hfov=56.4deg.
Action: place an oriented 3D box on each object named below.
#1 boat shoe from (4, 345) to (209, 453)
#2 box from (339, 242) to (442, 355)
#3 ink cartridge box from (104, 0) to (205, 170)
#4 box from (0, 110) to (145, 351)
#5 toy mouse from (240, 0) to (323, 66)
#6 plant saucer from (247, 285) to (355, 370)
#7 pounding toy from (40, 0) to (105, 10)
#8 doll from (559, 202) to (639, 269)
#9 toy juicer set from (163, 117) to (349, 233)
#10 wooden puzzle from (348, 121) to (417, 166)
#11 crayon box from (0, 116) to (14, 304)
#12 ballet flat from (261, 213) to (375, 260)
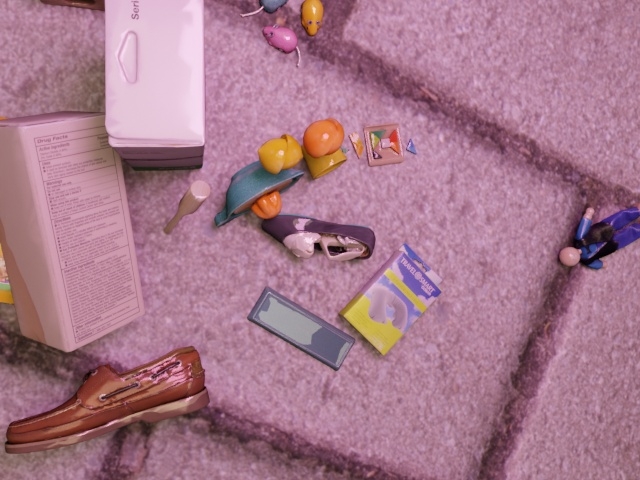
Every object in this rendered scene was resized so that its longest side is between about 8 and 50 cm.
[{"bbox_3d":[-0.336,0.245,0.944,0.307,0.110,0.105,-12,90,-22],"label":"boat shoe"},{"bbox_3d":[0.133,0.103,1.068,0.109,0.042,0.178,45,83,-10],"label":"box"},{"bbox_3d":[-0.227,-0.217,0.854,0.121,0.289,0.211,-1,92,-12],"label":"ink cartridge box"},{"bbox_3d":[-0.362,-0.020,0.849,0.148,0.121,0.312,-26,118,-52],"label":"box"},{"bbox_3d":[-0.064,-0.382,1.017,0.142,0.031,0.161,4,91,-12],"label":"toy mouse"},{"bbox_3d":[-0.030,0.157,1.046,0.192,0.018,0.067,32,85,-12],"label":"plant saucer"},{"bbox_3d":[-0.334,-0.407,0.925,0.205,0.094,0.181,3,91,-12],"label":"pounding toy"},{"bbox_3d":[0.542,-0.007,1.152,0.188,0.046,0.129,-28,106,-4],"label":"doll"},{"bbox_3d":[-0.091,-0.081,0.929,0.328,0.209,0.090,-29,89,-11],"label":"toy juicer set"},{"bbox_3d":[0.114,-0.172,1.070,0.116,0.014,0.079,-16,95,-12],"label":"wooden puzzle"},{"bbox_3d":[-0.495,-0.049,0.906,0.165,0.081,0.279,10,89,-12],"label":"crayon box"},{"bbox_3d":[0.000,0.000,1.016,0.203,0.074,0.074,7,90,-15],"label":"ballet flat"}]
